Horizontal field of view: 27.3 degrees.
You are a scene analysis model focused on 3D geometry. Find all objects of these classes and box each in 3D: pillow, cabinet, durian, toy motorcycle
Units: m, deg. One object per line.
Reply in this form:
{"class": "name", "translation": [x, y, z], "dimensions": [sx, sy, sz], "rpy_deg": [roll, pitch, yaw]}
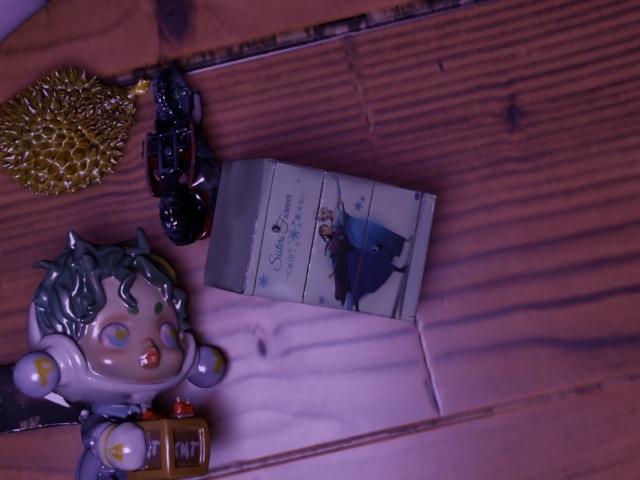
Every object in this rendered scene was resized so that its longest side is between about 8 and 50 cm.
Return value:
{"class": "pillow", "translation": [-0.343, 0.184, 1.546], "dimensions": [0.150, 0.048, 0.090], "rpy_deg": [-9, 94, -1]}
{"class": "cabinet", "translation": [0.000, 0.000, 1.450], "dimensions": [0.206, 0.150, 0.145], "rpy_deg": [11, 88, -22]}
{"class": "durian", "translation": [-0.289, -0.134, 1.536], "dimensions": [0.208, 0.102, 0.146], "rpy_deg": [-26, 80, -2]}
{"class": "toy motorcycle", "translation": [-0.153, -0.091, 1.525], "dimensions": [0.082, 0.122, 0.213], "rpy_deg": [-9, 74, 14]}

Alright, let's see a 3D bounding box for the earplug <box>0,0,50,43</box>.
{"class": "earplug", "translation": [-0.474, -0.220, 1.529], "dimensions": [0.172, 0.172, 0.301], "rpy_deg": [41, 96, 4]}

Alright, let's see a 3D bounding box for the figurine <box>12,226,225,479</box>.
{"class": "figurine", "translation": [-0.221, 0.172, 1.453], "dimensions": [0.186, 0.261, 0.382], "rpy_deg": [-18, 75, 30]}
